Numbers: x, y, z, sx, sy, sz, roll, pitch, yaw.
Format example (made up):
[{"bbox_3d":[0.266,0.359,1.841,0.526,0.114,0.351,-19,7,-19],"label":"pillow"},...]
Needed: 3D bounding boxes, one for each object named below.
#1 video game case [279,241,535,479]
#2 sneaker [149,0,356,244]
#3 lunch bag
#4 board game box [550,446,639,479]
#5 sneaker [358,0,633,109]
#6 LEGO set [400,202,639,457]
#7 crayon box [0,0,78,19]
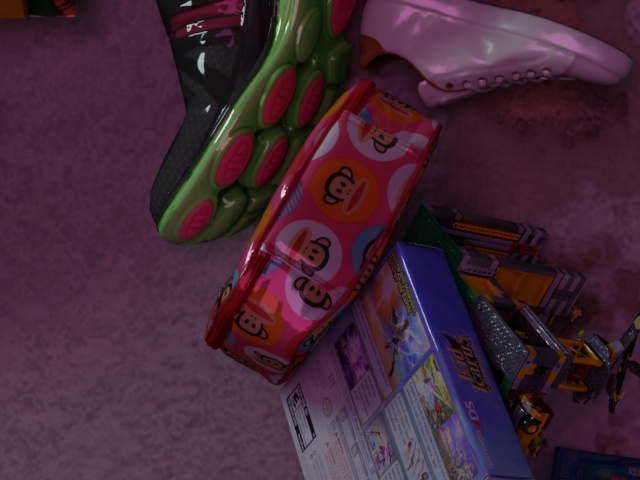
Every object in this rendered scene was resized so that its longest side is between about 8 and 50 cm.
[{"bbox_3d":[0.072,0.181,1.591,0.244,0.061,0.269,-54,41,37],"label":"video game case"},{"bbox_3d":[-0.082,-0.226,1.779,0.202,0.185,0.482,18,90,31],"label":"sneaker"},{"bbox_3d":[0.000,0.000,1.698,0.120,0.258,0.293,31,72,1],"label":"lunch bag"},{"bbox_3d":[0.331,0.261,1.673,0.210,0.160,0.047,7,101,10],"label":"board game box"},{"bbox_3d":[0.176,-0.182,1.754,0.290,0.106,0.123,17,93,21],"label":"sneaker"},{"bbox_3d":[0.184,0.121,1.673,0.192,0.331,0.255,11,110,-32],"label":"LEGO set"},{"bbox_3d":[-0.412,-0.341,1.803,0.319,0.081,0.202,1,61,0],"label":"crayon box"}]
